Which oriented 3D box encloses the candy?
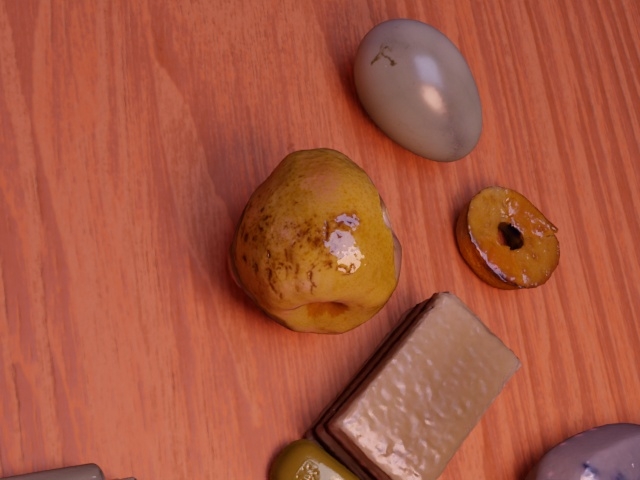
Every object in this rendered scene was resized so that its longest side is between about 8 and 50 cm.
[{"bbox_3d":[0.144,0.237,1.630,0.179,0.135,0.321,47,57,-4],"label":"candy"}]

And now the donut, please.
[{"bbox_3d":[0.312,0.003,1.844,0.190,0.074,0.174,36,60,-8],"label":"donut"}]

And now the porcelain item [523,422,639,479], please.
[{"bbox_3d":[0.449,0.421,1.702,0.405,0.178,0.243,-17,79,-34],"label":"porcelain item"}]

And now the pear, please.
[{"bbox_3d":[0.000,0.000,1.569,0.271,0.271,0.271,10,67,-25],"label":"pear"}]

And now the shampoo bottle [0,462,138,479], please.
[{"bbox_3d":[-0.353,0.332,1.350,0.262,0.085,0.085,-4,74,-30],"label":"shampoo bottle"}]

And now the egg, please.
[{"bbox_3d":[0.165,-0.245,1.789,0.183,0.183,0.264,-44,102,-33],"label":"egg"}]

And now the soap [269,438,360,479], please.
[{"bbox_3d":[-0.004,0.349,1.542,0.140,0.045,0.089,38,80,3],"label":"soap"}]
